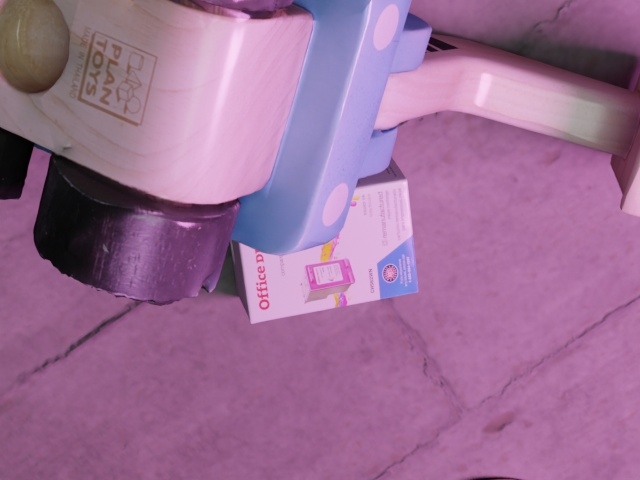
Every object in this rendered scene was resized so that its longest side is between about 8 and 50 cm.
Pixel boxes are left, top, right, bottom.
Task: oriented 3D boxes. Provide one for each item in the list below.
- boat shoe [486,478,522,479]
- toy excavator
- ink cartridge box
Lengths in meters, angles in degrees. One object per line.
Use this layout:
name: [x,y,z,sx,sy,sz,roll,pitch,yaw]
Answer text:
boat shoe: [0.175,0.229,1.258,0.153,0.048,0.056,26,104,-20]
toy excavator: [0.006,-0.112,1.009,0.433,0.445,0.222,24,111,23]
ink cartridge box: [0.000,0.000,1.128,0.122,0.052,0.088,-10,113,-6]
